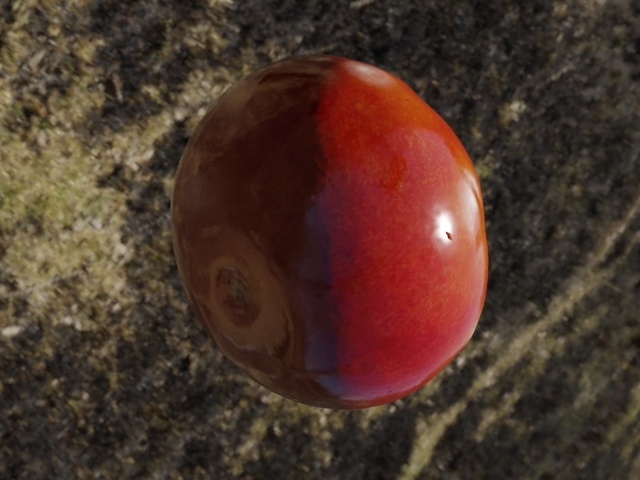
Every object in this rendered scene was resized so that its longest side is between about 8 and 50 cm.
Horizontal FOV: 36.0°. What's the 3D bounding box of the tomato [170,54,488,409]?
[{"bbox_3d":[0.000,0.000,0.538,0.136,0.195,0.195,-34,144,-37],"label":"tomato"}]
